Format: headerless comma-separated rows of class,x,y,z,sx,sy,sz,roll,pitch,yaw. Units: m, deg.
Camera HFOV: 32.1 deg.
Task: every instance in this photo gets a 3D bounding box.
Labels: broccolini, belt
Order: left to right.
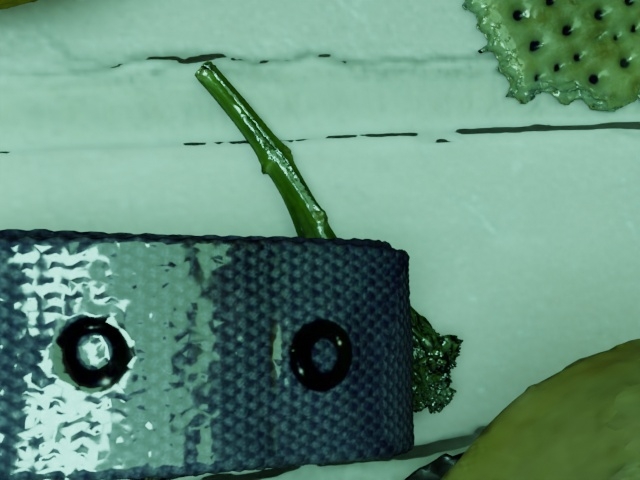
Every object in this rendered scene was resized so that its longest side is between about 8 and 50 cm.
belt,-0.066,0.060,0.486,0.230,0.139,0.126,1,84,-25
broccolini,-0.001,0.001,0.581,0.218,0.042,0.044,51,38,-1

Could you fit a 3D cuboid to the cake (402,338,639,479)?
cake,0.130,0.195,0.437,0.332,0.321,0.333,2,86,-26

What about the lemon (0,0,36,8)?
lemon,-0.148,-0.200,0.474,0.256,0.188,0.188,-38,95,-18

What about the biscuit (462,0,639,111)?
biscuit,0.141,-0.164,0.684,0.144,0.016,0.203,-27,89,-26
